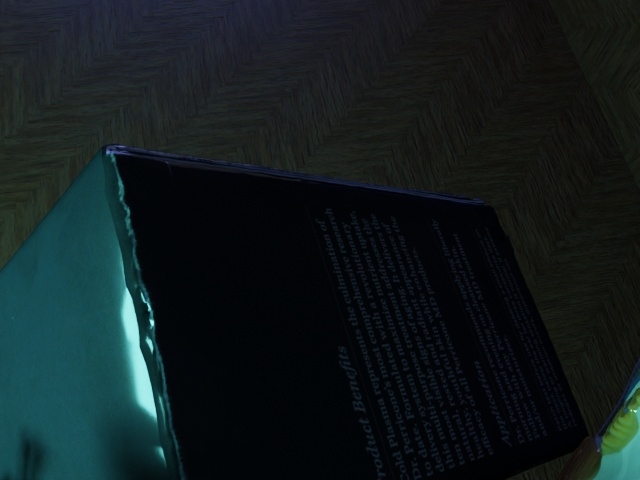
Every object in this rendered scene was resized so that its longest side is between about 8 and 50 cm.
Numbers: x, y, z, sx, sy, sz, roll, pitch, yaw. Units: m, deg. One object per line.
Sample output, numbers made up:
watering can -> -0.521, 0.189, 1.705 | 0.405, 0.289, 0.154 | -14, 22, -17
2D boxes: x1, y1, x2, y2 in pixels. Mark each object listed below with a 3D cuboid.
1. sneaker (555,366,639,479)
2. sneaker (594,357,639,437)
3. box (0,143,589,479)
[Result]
sneaker -> 0.210, 0.170, 0.398 | 0.112, 0.131, 0.296 | -38, -28, -41
sneaker -> 0.327, 0.187, 0.556 | 0.148, 0.131, 0.350 | 9, -31, 11
box -> -0.085, 0.171, 0.686 | 0.472, 0.297, 0.480 | 5, -31, -44
